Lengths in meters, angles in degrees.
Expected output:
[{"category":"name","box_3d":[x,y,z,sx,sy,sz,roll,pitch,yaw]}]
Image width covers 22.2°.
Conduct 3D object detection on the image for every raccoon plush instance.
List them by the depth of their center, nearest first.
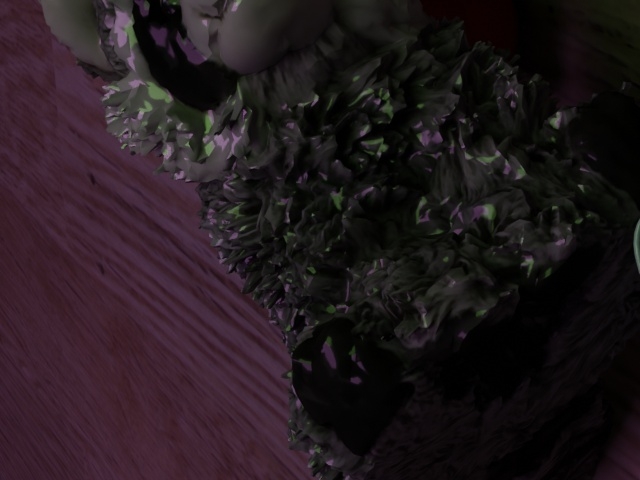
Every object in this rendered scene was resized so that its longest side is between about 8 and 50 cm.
[{"category":"raccoon plush","box_3d":[0.000,0.000,0.867,0.299,0.216,0.446,48,155,25]}]

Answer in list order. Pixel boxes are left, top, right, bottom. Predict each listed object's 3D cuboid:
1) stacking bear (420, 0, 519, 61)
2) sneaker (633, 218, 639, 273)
[{"category":"stacking bear","box_3d":[0.033,-0.205,0.908,0.175,0.164,0.289,21,131,58]},{"category":"sneaker","box_3d":[0.181,0.016,0.710,0.094,0.151,0.256,52,146,39]}]
